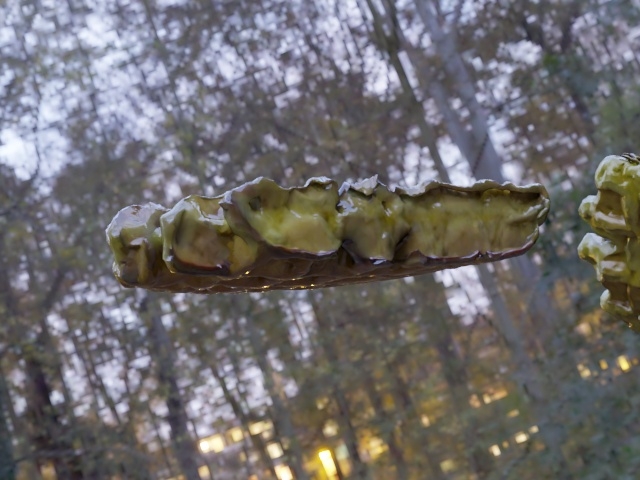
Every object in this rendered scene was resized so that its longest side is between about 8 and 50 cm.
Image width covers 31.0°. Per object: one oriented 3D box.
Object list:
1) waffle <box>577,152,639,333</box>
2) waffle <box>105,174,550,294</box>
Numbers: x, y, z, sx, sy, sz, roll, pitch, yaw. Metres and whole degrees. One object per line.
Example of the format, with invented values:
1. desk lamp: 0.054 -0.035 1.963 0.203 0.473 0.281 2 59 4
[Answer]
1. waffle: 0.339 0.026 0.840 0.060 0.312 0.307 -48 -9 -36
2. waffle: 0.000 0.001 0.788 0.310 0.065 0.283 -10 -7 13
